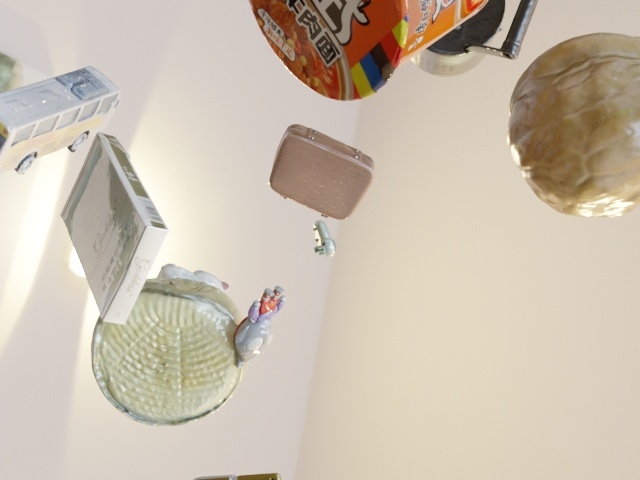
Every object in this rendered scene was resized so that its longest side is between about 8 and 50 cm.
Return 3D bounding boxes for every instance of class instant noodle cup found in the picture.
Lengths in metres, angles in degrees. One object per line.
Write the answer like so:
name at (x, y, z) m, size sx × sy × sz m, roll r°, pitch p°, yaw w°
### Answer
instant noodle cup at (0.061, -0.299, 0.929) m, size 0.250 × 0.192 × 0.250 m, roll 33°, pitch -40°, yaw 34°

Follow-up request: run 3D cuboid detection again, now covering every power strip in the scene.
power strip at (0.000, 0.000, 1.333) m, size 0.035 × 0.055 × 0.083 m, roll -14°, pitch -152°, yaw -8°

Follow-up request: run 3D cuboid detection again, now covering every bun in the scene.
bun at (-0.344, 0.241, 1.999) m, size 0.364 × 0.364 × 0.202 m, roll -56°, pitch -173°, yaw 11°

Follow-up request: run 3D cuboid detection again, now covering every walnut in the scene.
walnut at (0.425, -0.173, 1.297) m, size 0.285 × 0.285 × 0.296 m, roll -27°, pitch -159°, yaw 35°

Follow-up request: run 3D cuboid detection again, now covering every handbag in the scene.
handbag at (0.000, -0.128, 1.686) m, size 0.072 × 0.193 × 0.151 m, roll -84°, pitch -163°, yaw -62°

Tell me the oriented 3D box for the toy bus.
toy bus at (-0.479, -0.212, 1.486) m, size 0.097 × 0.342 × 0.138 m, roll 40°, pitch -61°, yaw 2°

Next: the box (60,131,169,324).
box at (-0.207, -0.018, 0.849) m, size 0.109 × 0.029 × 0.198 m, roll -61°, pitch -142°, yaw 19°

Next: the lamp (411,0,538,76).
lamp at (0.283, -0.459, 1.798) m, size 0.374 × 0.272 × 0.205 m, roll 20°, pitch -89°, yaw 24°

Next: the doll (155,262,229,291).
doll at (-0.329, 0.120, 2.135) m, size 0.110 × 0.180 × 0.107 m, roll -59°, pitch -142°, yaw 31°

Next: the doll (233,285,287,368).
doll at (-0.141, 0.193, 1.865) m, size 0.075 × 0.102 × 0.227 m, roll 42°, pitch -60°, yaw 31°

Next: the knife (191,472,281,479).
knife at (-0.187, 0.515, 1.806) m, size 0.256 × 0.022 × 0.046 m, roll -13°, pitch -82°, yaw 31°
